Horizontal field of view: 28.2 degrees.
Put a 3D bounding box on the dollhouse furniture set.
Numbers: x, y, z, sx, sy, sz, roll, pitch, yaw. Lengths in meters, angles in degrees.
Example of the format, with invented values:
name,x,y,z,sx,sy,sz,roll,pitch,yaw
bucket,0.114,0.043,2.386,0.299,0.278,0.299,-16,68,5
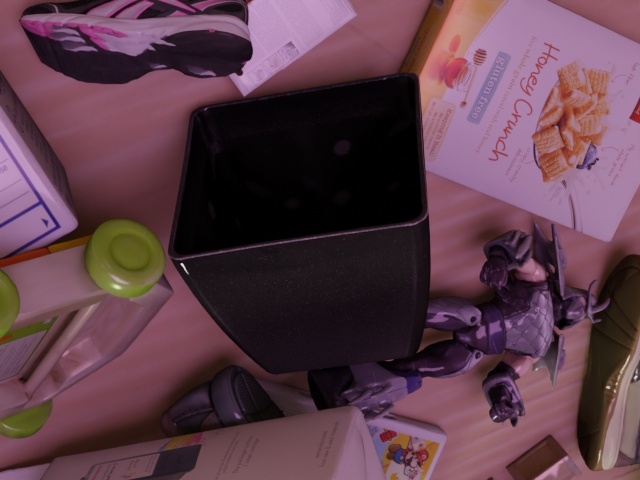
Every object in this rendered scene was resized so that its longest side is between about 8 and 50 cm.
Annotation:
name,x,y,z,sx,sy,sz,roll,pitch,yaw
dollhouse furniture set,0.197,0.305,1.185,0.182,0.161,0.101,-36,114,0

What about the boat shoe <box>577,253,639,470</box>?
name,x,y,z,sx,sy,sz,roll,pitch,yaw
boat shoe,0.296,0.115,1.192,0.074,0.080,0.223,1,114,-15

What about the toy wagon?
name,x,y,z,sx,sy,sz,roll,pitch,yaw
toy wagon,-0.269,0.092,0.915,0.344,0.068,0.267,-17,160,-41

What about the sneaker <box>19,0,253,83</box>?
name,x,y,z,sx,sy,sz,roll,pitch,yaw
sneaker,-0.139,-0.170,0.987,0.178,0.077,0.072,3,148,0

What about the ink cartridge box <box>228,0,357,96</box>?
name,x,y,z,sx,sy,sz,roll,pitch,yaw
ink cartridge box,-0.035,-0.175,1.027,0.115,0.029,0.063,-36,114,1

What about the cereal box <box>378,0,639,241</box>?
name,x,y,z,sx,sy,sz,roll,pitch,yaw
cereal box,0.184,-0.116,1.095,0.240,0.047,0.173,19,104,-20

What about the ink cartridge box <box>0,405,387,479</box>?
name,x,y,z,sx,sy,sz,roll,pitch,yaw
ink cartridge box,-0.112,0.274,1.040,0.354,0.119,0.207,-13,111,18

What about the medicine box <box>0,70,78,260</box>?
name,x,y,z,sx,sy,sz,roll,pitch,yaw
medicine box,-0.362,-0.077,0.909,0.264,0.149,0.289,-30,113,-3

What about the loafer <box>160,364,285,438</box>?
name,x,y,z,sx,sy,sz,roll,pitch,yaw
loafer,-0.039,0.229,1.119,0.084,0.096,0.267,-27,107,16

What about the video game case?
name,x,y,z,sx,sy,sz,roll,pitch,yaw
video game case,-0.016,0.252,1.185,0.206,0.026,0.227,17,103,-20

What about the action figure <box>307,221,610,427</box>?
name,x,y,z,sx,sy,sz,roll,pitch,yaw
action figure,0.129,0.084,1.127,0.285,0.099,0.185,-11,106,-14

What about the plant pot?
name,x,y,z,sx,sy,sz,roll,pitch,yaw
plant pot,0.000,0.000,1.005,0.188,0.187,0.167,-8,130,8
